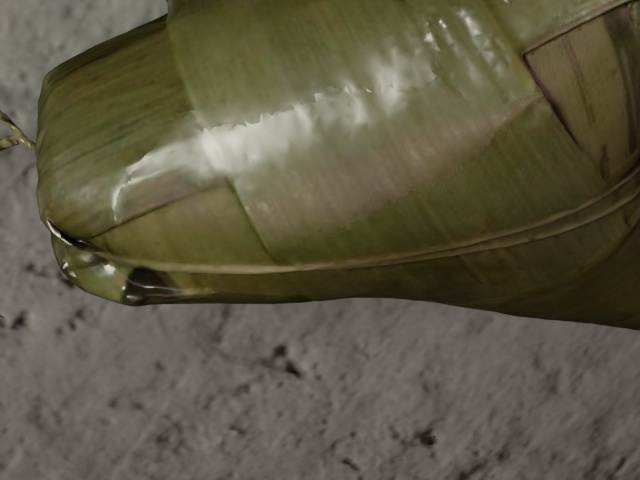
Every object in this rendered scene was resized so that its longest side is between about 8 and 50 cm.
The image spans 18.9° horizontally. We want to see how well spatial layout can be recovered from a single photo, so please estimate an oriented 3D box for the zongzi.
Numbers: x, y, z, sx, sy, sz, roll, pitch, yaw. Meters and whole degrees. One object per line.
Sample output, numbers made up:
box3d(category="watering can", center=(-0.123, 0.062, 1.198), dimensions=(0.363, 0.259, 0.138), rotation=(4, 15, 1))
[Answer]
box3d(category="zongzi", center=(0.000, 0.000, 1.098), dimensions=(0.447, 0.181, 0.418), rotation=(-20, 136, 4))
